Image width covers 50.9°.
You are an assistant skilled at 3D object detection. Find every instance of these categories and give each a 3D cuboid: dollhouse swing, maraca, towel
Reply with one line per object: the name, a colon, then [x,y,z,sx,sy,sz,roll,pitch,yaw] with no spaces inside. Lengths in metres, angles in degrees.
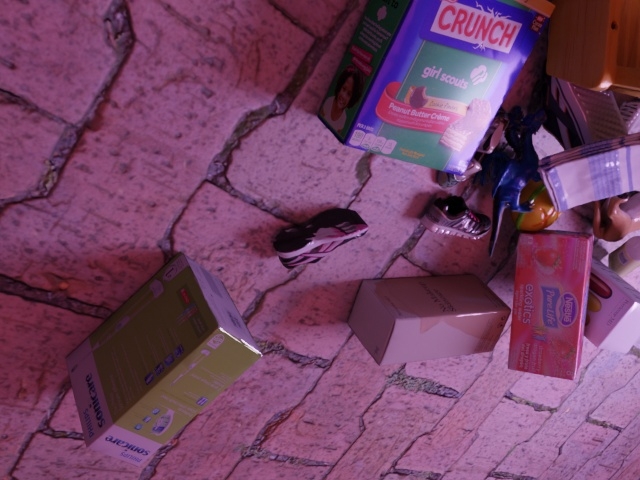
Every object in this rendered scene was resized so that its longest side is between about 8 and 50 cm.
dollhouse swing: [0.603,-0.343,1.081,0.347,0.305,0.315,3,93,-31]
maraca: [0.468,-0.082,1.422,0.185,0.099,0.127,-24,146,-43]
towel: [0.552,-0.130,1.223,0.285,0.034,0.209,-15,153,21]

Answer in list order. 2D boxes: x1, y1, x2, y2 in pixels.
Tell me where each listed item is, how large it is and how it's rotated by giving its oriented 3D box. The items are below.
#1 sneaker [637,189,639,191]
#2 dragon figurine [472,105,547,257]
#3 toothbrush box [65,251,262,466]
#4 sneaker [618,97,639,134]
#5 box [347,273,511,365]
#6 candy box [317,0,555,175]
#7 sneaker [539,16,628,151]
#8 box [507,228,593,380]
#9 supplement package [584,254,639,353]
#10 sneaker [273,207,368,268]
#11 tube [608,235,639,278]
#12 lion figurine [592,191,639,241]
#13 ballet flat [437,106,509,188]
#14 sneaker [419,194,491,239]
sneaker: [0.726,-0.169,1.440,0.275,0.107,0.110,12,141,0]
dragon figurine: [0.360,-0.121,1.319,0.144,0.085,0.289,25,104,-29]
toothbrush box: [-0.267,0.193,1.118,0.283,0.206,0.122,-42,134,3]
sneaker: [0.625,-0.236,1.386,0.235,0.090,0.095,-34,134,-35]
box: [0.232,0.164,1.433,0.311,0.148,0.121,-2,123,-31]
candy box: [0.183,-0.286,1.079,0.268,0.122,0.317,9,117,-34]
sneaker: [0.466,-0.288,1.256,0.126,0.127,0.321,-27,109,-18]
box: [0.498,0.130,1.454,0.154,0.142,0.300,-9,104,-64]
supplement package: [0.636,0.130,1.575,0.134,0.244,0.139,15,114,-37]
sneaker: [0.000,0.000,1.236,0.178,0.072,0.077,-16,142,-10]
tube: [0.726,0.047,1.610,0.070,0.062,0.240,-42,164,-6]
lion figurine: [0.766,-0.068,1.601,0.392,0.142,0.240,-6,136,-10]
ballet flat: [0.290,-0.169,1.270,0.070,0.070,0.188,13,116,-37]
sneaker: [0.285,-0.051,1.356,0.170,0.063,0.075,5,127,-28]
